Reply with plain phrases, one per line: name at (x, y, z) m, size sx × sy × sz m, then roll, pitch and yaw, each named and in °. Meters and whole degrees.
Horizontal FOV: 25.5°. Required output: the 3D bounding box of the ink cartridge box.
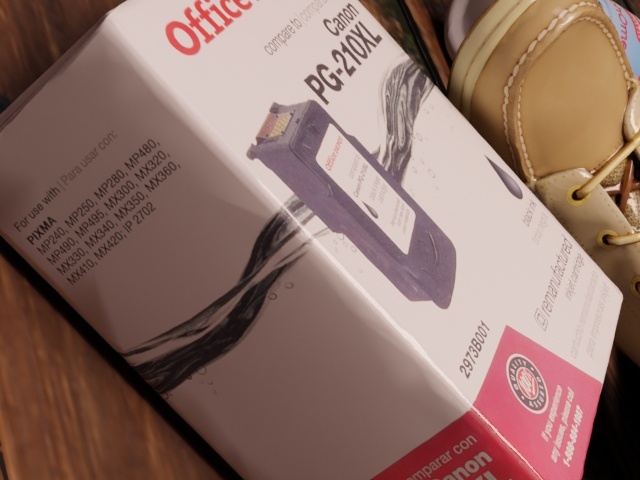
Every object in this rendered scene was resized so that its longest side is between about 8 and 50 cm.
ink cartridge box at (0.000, 0.000, 0.563) m, size 0.237 × 0.100 × 0.172 m, roll 47°, pitch 30°, yaw -7°

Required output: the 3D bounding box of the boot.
boot at (0.165, 0.002, 0.659) m, size 0.203 × 0.095 × 0.262 m, roll 46°, pitch -9°, yaw 33°

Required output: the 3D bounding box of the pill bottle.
pill bottle at (0.162, -0.123, 0.926) m, size 0.160 × 0.087 × 0.087 m, roll 19°, pitch 43°, yaw -42°
